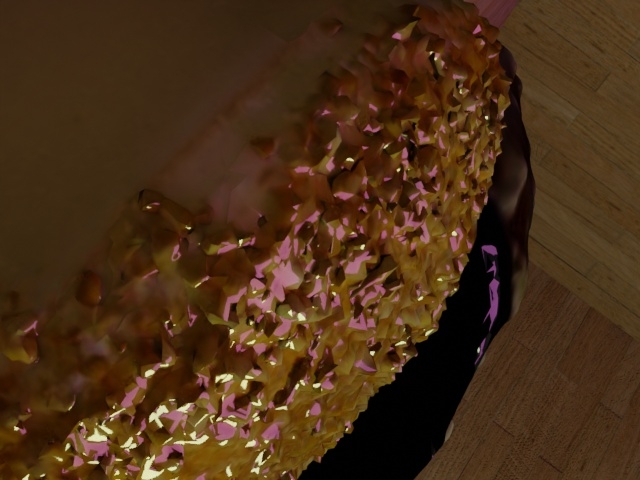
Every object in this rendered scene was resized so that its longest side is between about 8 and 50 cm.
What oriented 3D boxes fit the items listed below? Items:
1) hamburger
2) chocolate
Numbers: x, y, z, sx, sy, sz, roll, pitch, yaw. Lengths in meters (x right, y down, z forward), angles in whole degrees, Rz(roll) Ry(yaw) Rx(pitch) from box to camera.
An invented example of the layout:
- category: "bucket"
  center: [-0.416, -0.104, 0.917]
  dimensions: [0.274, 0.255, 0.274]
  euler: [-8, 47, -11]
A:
- category: "hamburger"
  center: [-0.052, 0.007, 0.491]
  dimensions: [0.276, 0.179, 0.294]
  euler: [-54, 177, 30]
- category: "chocolate"
  center: [0.000, 0.000, 0.803]
  dimensions: [0.210, 0.225, 0.340]
  euler: [-56, 169, -58]
